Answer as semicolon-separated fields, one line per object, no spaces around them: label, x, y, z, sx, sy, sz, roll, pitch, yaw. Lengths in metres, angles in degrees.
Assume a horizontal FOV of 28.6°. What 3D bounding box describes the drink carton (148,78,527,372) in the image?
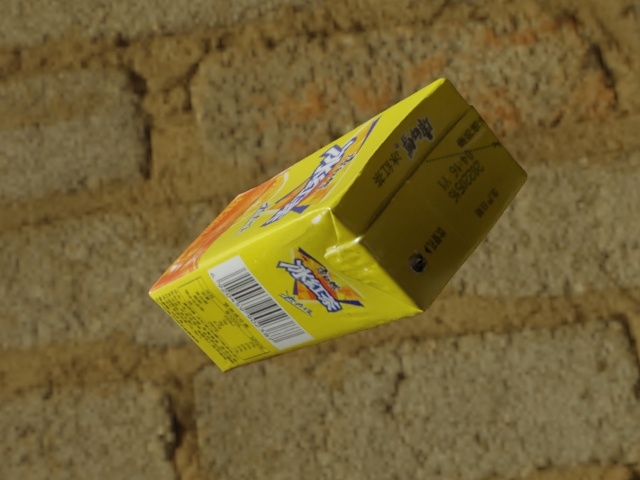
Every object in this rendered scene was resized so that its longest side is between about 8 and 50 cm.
drink carton;0.000;0.000;1.030;0.154;0.111;0.351;-49;12;-29
